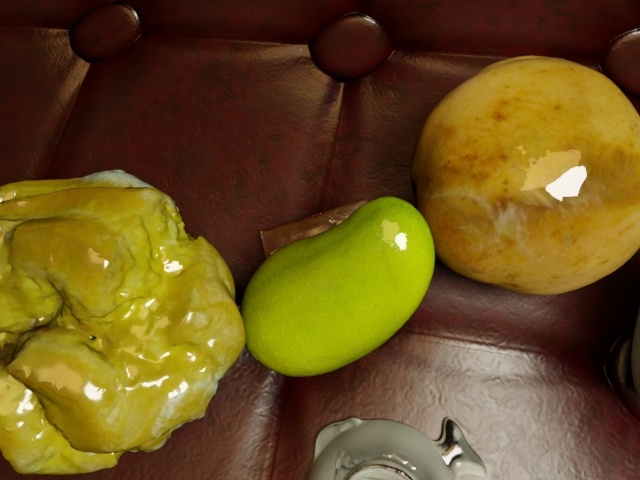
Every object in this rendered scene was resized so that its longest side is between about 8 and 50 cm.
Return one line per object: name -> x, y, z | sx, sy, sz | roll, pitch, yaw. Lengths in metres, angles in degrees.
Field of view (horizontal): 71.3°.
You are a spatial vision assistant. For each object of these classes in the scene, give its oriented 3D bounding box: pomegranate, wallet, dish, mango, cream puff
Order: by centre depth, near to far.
cream puff -> -0.298, 0.083, 0.533 | 0.378, 0.275, 0.379 | -10, 66, 23
dish -> 0.086, 0.313, 0.537 | 0.246, 0.078, 0.224 | -32, 69, -5
pomegranate -> 0.250, -0.073, 0.556 | 0.307, 0.307, 0.308 | -2, 71, 6
mango -> 0.018, 0.064, 0.561 | 0.293, 0.143, 0.175 | -39, 94, 25
wallet -> 0.000, 0.000, 0.684 | 0.176, 0.026, 0.095 | -16, 72, 1

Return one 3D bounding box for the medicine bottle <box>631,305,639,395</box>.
medicine bottle -> 0.531, 0.124, 0.457 | 0.315, 0.202, 0.202 | 14, 73, 23
